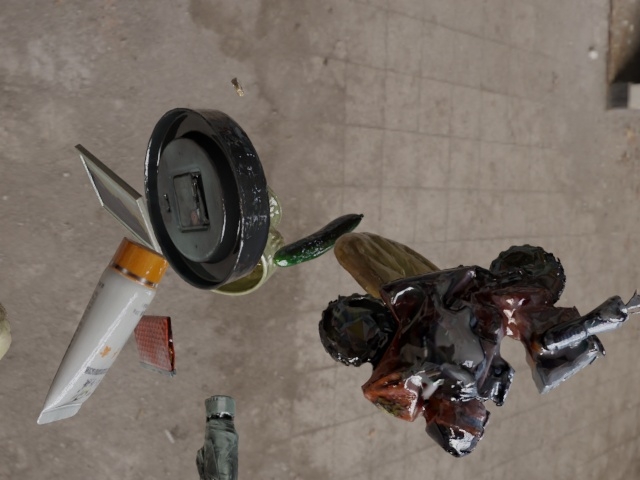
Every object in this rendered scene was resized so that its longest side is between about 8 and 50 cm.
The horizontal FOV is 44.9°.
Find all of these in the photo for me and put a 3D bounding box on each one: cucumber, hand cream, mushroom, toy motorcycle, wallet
[{"bbox_3d":[0.000,0.000,1.627,0.284,0.056,0.056,-28,114,-45],"label":"cucumber"},{"bbox_3d":[-0.354,0.148,1.236,0.314,0.089,0.140,-61,171,0],"label":"hand cream"},{"bbox_3d":[-0.209,-0.387,1.953,0.019,0.101,0.049,-27,101,2],"label":"mushroom"},{"bbox_3d":[0.208,0.104,0.838,0.134,0.401,0.207,78,-4,-61],"label":"toy motorcycle"},{"bbox_3d":[-0.297,0.184,1.381,0.020,0.196,0.103,-9,90,-28],"label":"wallet"}]

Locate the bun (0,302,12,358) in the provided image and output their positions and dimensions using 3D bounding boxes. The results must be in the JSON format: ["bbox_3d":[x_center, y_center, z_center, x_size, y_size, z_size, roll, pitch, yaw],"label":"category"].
[{"bbox_3d":[-0.670,0.177,1.451,0.193,0.178,0.128,-48,175,16],"label":"bun"}]

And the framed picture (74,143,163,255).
[{"bbox_3d":[-0.445,-0.085,1.717,0.018,0.265,0.192,-37,141,-24],"label":"framed picture"}]

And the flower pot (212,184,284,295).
[{"bbox_3d":[-0.233,-0.030,2.093,0.307,0.307,0.244,59,35,-32],"label":"flower pot"}]

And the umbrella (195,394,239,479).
[{"bbox_3d":[-0.105,0.250,0.769,0.046,0.050,0.188,35,46,-58],"label":"umbrella"}]

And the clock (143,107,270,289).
[{"bbox_3d":[-0.116,-0.043,0.779,0.040,0.184,0.184,-13,104,-39],"label":"clock"}]

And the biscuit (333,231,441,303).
[{"bbox_3d":[0.118,0.061,1.012,0.260,0.041,0.203,28,29,-32],"label":"biscuit"}]
